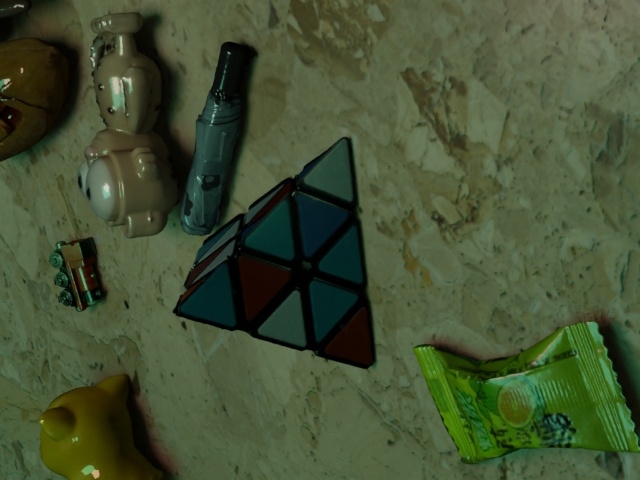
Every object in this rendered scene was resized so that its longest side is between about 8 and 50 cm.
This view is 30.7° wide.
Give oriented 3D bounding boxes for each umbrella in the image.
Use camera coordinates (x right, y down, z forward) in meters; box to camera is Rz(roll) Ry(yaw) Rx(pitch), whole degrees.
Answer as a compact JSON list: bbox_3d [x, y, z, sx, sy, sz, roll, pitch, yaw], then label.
[{"bbox_3d":[-0.129,-0.118,1.396,0.052,0.053,0.250,31,123,27],"label":"umbrella"}]

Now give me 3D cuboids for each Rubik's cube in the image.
[{"bbox_3d":[0.000,0.000,1.328,0.250,0.284,0.234,29,101,-2],"label":"Rubik's cube"}]

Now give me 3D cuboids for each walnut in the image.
[{"bbox_3d":[-0.421,-0.186,1.556,0.245,0.137,0.137,-29,87,37],"label":"walnut"}]

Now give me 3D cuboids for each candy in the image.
[{"bbox_3d":[0.208,0.165,1.226,0.246,0.069,0.149,-17,97,41],"label":"candy"}]

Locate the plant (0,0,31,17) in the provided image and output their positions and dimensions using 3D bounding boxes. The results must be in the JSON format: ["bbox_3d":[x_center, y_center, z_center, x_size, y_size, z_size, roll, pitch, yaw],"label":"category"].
[{"bbox_3d":[-0.503,-0.322,1.527,0.321,0.194,0.181,-12,79,46],"label":"plant"}]

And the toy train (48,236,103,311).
[{"bbox_3d":[-0.336,0.048,1.622,0.064,0.044,0.103,-9,100,29],"label":"toy train"}]

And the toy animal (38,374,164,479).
[{"bbox_3d":[-0.299,0.313,1.616,0.156,0.156,0.229,-21,94,40],"label":"toy animal"}]

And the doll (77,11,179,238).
[{"bbox_3d":[-0.242,-0.140,1.440,0.154,0.119,0.278,173,90,-66],"label":"doll"}]
